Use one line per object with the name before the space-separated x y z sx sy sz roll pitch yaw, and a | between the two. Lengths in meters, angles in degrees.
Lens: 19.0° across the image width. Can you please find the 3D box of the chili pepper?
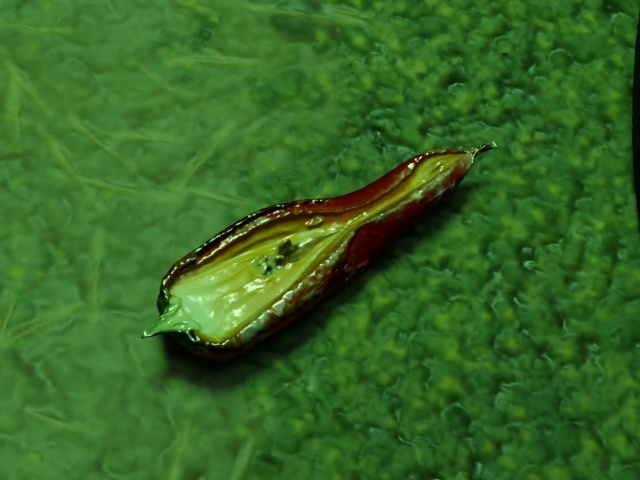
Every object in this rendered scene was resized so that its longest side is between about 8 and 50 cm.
chili pepper | 0.000 0.000 0.764 0.178 0.027 0.045 -33 72 -25

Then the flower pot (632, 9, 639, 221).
flower pot | 0.320 -0.073 0.713 0.330 0.293 0.293 6 56 -11
